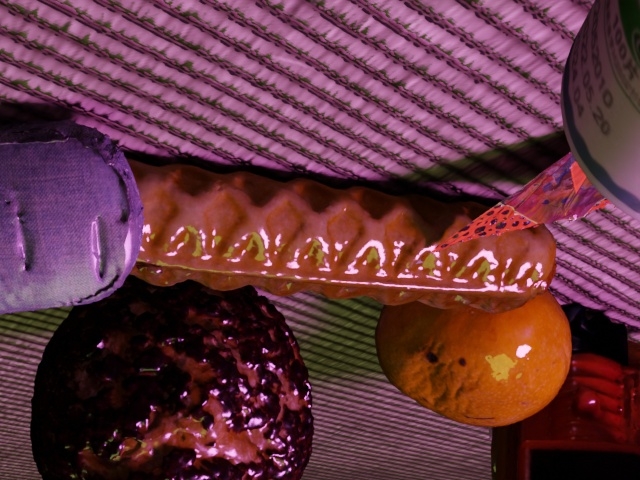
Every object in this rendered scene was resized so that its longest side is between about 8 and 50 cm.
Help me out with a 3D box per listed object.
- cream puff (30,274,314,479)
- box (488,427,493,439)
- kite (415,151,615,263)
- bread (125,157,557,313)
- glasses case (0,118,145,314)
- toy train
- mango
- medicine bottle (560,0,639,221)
[{"bbox_3d":[-0.101,0.136,1.007,0.165,0.239,0.239,-6,164,42],"label":"cream puff"},{"bbox_3d":[0.291,0.210,1.576,0.129,0.051,0.130,9,159,-31],"label":"box"},{"bbox_3d":[0.174,-0.042,0.849,0.222,0.008,0.125,-13,153,-17],"label":"kite"},{"bbox_3d":[-0.001,0.000,0.885,0.368,0.084,0.077,7,-162,-23],"label":"bread"},{"bbox_3d":[-0.242,-0.008,0.773,0.283,0.109,0.067,-4,-164,8],"label":"glasses case"},{"bbox_3d":[0.232,0.225,1.172,0.163,0.369,0.231,2,142,8],"label":"toy train"},{"bbox_3d":[0.121,0.097,1.095,0.157,0.109,0.262,20,157,4],"label":"mango"},{"bbox_3d":[0.186,-0.098,0.526,0.139,0.139,0.237,-2,161,-3],"label":"medicine bottle"}]
